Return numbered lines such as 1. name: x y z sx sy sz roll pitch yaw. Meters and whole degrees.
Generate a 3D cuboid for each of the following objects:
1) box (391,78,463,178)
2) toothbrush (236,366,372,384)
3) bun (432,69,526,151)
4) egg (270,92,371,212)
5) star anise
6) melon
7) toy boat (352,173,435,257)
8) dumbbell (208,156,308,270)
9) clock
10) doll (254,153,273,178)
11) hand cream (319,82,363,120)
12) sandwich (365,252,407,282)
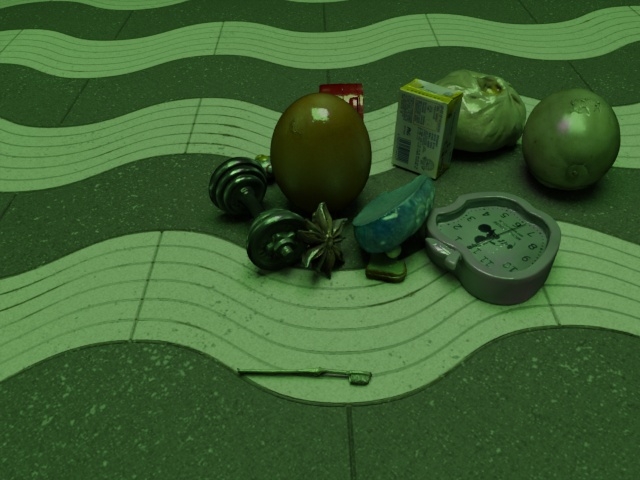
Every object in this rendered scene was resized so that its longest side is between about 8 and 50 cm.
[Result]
1. box: 0.321 -0.338 1.744 0.168 0.265 0.097 24 45 27
2. toothbrush: -0.036 0.286 1.233 0.294 0.026 0.028 3 57 6
3. bun: 0.493 -0.444 1.876 0.365 0.219 0.365 4 39 -3
4. egg: 0.001 -0.237 1.576 0.283 0.351 0.282 -1 48 1
5. star anise: 0.000 0.000 1.439 0.065 0.195 0.182 5 4 38
6. melon: 0.734 -0.296 1.676 0.269 0.268 0.330 10 51 13
7. toy boat: 0.206 -0.057 1.511 0.215 0.123 0.330 -23 14 28
8. dumbbell: -0.170 -0.077 1.538 0.179 0.179 0.406 -21 45 -20
9. clock: 0.435 0.013 1.465 0.339 0.102 0.338 -2 42 2
10. doll: -0.213 -0.212 1.768 0.245 0.076 0.142 -24 24 -16
11. hand cream: 0.065 -0.399 1.859 0.149 0.230 0.230 0 42 3
12. sandwich: 0.173 0.065 1.465 0.105 0.035 0.093 12 42 14
